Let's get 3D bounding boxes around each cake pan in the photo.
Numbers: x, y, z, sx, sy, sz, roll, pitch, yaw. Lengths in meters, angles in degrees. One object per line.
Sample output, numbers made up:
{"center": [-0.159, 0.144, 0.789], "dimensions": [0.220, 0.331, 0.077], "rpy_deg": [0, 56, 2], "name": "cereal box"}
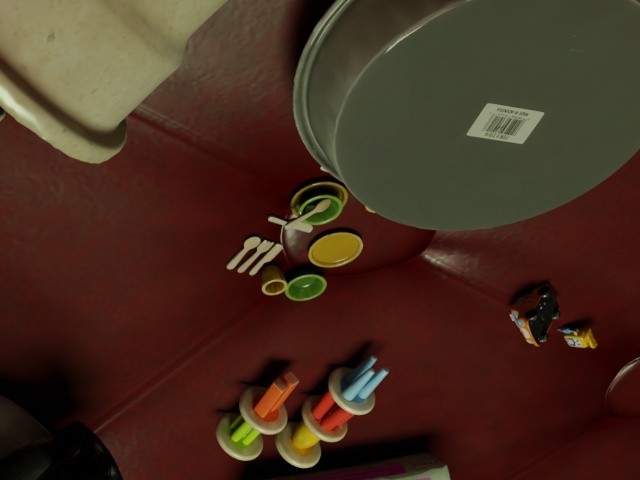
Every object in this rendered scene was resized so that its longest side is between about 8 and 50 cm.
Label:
{"center": [0.127, -0.107, 1.083], "dimensions": [0.293, 0.054, 0.293], "rpy_deg": [-9, 142, -7], "name": "cake pan"}

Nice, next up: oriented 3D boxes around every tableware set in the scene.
{"center": [0.000, 0.000, 1.258], "dimensions": [0.104, 0.024, 0.154], "rpy_deg": [17, 132, -36], "name": "tableware set"}

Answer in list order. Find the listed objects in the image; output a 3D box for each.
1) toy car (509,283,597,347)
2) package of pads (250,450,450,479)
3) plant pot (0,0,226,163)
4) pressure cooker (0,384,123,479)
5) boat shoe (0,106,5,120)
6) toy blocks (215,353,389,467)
{"center": [0.217, 0.089, 1.425], "dimensions": [0.040, 0.060, 0.122], "rpy_deg": [0, 148, 38], "name": "toy car"}
{"center": [0.030, 0.386, 1.566], "dimensions": [0.229, 0.297, 0.101], "rpy_deg": [-7, -177, -11], "name": "package of pads"}
{"center": [-0.074, -0.258, 0.691], "dimensions": [0.305, 0.334, 0.334], "rpy_deg": [-34, 141, 7], "name": "plant pot"}
{"center": [-0.363, 0.308, 1.249], "dimensions": [0.420, 0.370, 0.375], "rpy_deg": [-35, 134, 23], "name": "pressure cooker"}
{"center": [-0.253, -0.075, 1.044], "dimensions": [0.072, 0.068, 0.190], "rpy_deg": [-24, 144, -8], "name": "boat shoe"}
{"center": [-0.014, 0.155, 1.428], "dimensions": [0.123, 0.054, 0.148], "rpy_deg": [13, 135, -32], "name": "toy blocks"}
